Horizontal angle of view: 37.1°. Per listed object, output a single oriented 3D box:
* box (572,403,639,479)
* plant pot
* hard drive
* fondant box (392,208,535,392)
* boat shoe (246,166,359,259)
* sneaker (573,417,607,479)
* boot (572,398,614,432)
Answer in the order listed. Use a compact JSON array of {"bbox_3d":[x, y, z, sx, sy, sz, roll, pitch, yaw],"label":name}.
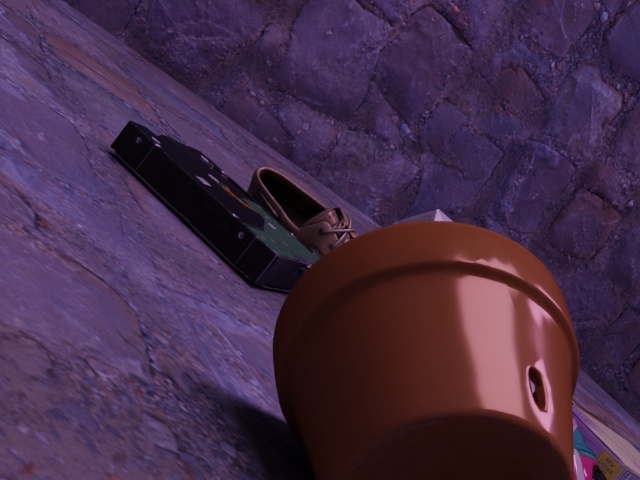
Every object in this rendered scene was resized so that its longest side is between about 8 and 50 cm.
[{"bbox_3d":[0.490,0.406,1.646,0.243,0.117,0.213,35,9,-32],"label":"box"},{"bbox_3d":[0.101,0.156,0.852,0.291,0.291,0.203,35,25,-22],"label":"plant pot"},{"bbox_3d":[-0.152,-0.045,1.511,0.339,0.064,0.237,41,8,20],"label":"hard drive"},{"bbox_3d":[0.220,0.144,1.431,0.330,0.238,0.096,37,-35,-30],"label":"fondant box"},{"bbox_3d":[0.000,0.000,1.624,0.341,0.110,0.122,35,42,19],"label":"boat shoe"},{"bbox_3d":[0.277,0.333,1.136,0.178,0.124,0.295,56,33,9],"label":"sneaker"},{"bbox_3d":[0.513,0.396,1.992,0.115,0.112,0.305,-10,45,-38],"label":"boot"}]
